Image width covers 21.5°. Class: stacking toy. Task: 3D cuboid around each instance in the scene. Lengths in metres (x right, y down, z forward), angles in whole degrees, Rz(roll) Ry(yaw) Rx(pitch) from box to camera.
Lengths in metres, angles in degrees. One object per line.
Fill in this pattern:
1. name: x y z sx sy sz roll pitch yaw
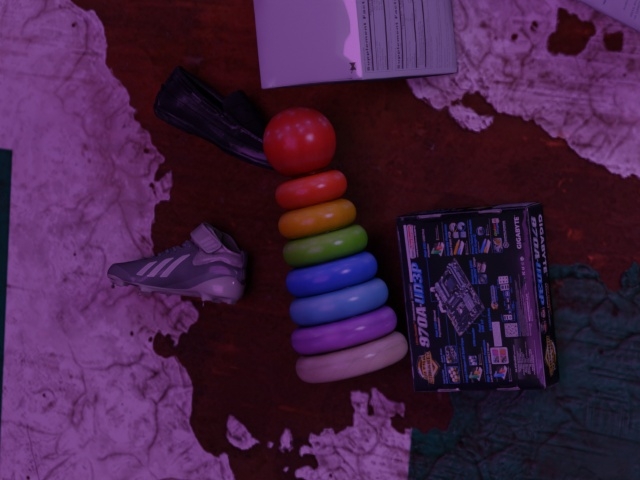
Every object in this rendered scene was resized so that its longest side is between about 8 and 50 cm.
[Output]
1. stacking toy: 0.000 0.000 2.050 0.141 0.141 0.330 -13 94 30

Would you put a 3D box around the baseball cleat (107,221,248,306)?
1. baseball cleat: -0.184 0.027 2.223 0.206 0.072 0.109 8 87 24

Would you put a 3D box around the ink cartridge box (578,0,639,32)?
1. ink cartridge box: 0.360 -0.387 1.764 0.330 0.071 0.324 34 123 32

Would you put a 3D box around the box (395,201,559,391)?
1. box: 0.188 0.070 2.018 0.175 0.051 0.220 -5 94 30

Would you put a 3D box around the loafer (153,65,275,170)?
1. loafer: -0.111 -0.153 2.143 0.223 0.076 0.078 27 102 20

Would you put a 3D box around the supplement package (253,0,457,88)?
1. supplement package: 0.043 -0.249 1.947 0.139 0.244 0.134 -3 95 29
